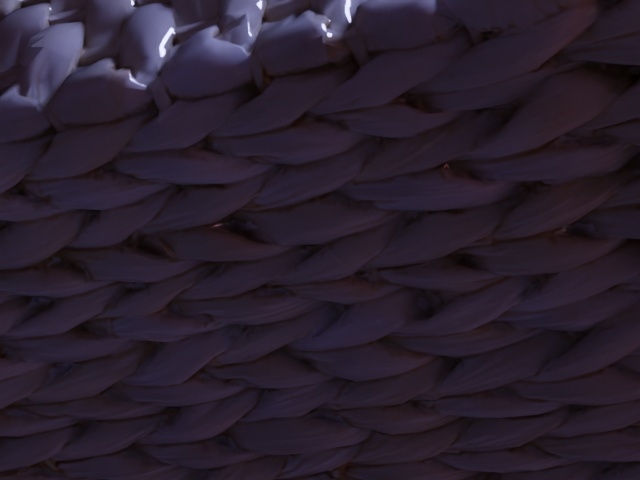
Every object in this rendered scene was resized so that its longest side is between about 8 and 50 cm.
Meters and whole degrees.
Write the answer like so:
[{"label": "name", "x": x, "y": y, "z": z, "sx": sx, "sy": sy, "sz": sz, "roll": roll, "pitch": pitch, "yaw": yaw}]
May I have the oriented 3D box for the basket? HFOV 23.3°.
[{"label": "basket", "x": -0.011, "y": -0.020, "z": 0.617, "sx": 0.331, "sy": 0.328, "sz": 0.266, "roll": -83, "pitch": 157, "yaw": -55}]
